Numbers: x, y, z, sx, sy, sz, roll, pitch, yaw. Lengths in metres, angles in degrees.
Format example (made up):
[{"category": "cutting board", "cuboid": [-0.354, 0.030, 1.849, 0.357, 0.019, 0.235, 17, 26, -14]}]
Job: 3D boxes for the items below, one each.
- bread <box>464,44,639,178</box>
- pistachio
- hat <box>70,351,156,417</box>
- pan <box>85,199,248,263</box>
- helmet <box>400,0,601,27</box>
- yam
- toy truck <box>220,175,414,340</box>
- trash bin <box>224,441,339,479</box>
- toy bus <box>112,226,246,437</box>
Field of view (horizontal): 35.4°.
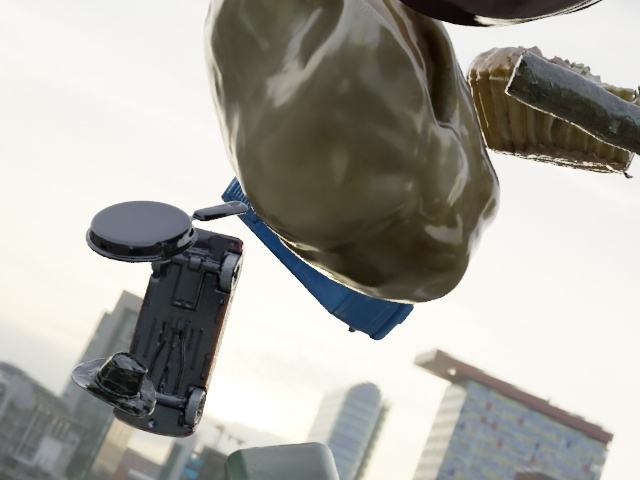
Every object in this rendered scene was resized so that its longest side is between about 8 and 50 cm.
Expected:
[{"category": "bread", "cuboid": [0.328, -0.180, 1.409, 0.274, 0.149, 0.274, 12, 0, 0]}, {"category": "pistachio", "cuboid": [0.026, -0.129, 1.126, 0.445, 0.281, 0.365, 54, -35, 16]}, {"category": "hat", "cuboid": [-0.252, 0.170, 1.258, 0.121, 0.050, 0.121, 28, 17, -10]}, {"category": "pan", "cuboid": [-0.184, -0.027, 1.256, 0.136, 0.235, 0.028, 28, -57, 37]}, {"category": "helmet", "cuboid": [0.158, -0.298, 0.732, 0.338, 0.197, 0.271, -28, -83, 28]}, {"category": "yam", "cuboid": [0.323, -0.139, 1.129, 0.252, 0.061, 0.061, 25, -18, -8]}, {"category": "toy truck", "cuboid": [0.000, 0.000, 1.651, 0.162, 0.161, 0.385, 27, 14, -51]}, {"category": "trash bin", "cuboid": [-0.039, 0.431, 1.295, 0.158, 0.223, 0.343, -3, 10, -6]}, {"category": "toy bus", "cuboid": [-0.220, 0.147, 1.614, 0.142, 0.329, 0.153, 13, -8, 6]}]
